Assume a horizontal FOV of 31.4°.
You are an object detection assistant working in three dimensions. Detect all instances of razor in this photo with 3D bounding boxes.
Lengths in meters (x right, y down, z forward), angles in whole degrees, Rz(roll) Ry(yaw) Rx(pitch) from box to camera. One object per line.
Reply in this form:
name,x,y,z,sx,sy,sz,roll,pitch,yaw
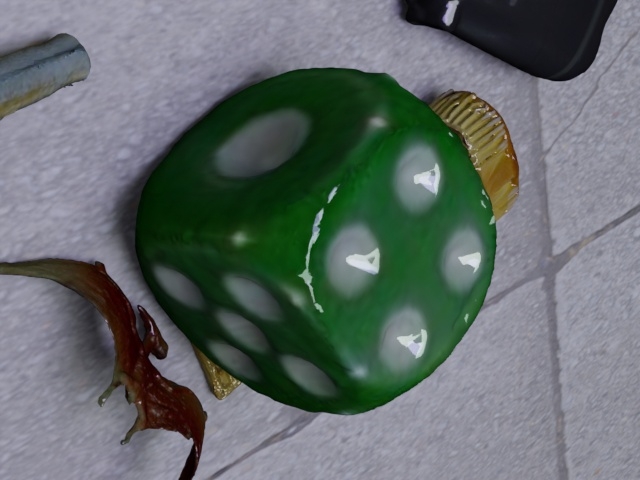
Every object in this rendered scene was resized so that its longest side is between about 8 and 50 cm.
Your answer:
razor,0.266,-0.337,1.520,0.349,0.113,0.204,10,100,-43

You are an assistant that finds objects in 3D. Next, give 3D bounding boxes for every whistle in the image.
whistle,-0.345,-0.117,1.033,0.326,0.057,0.068,-35,170,-44

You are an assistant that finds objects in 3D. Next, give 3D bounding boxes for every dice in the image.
dice,0.000,0.000,1.268,0.297,0.287,0.300,-50,127,-27

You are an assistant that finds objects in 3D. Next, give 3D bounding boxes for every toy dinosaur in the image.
toy dinosaur,-0.230,0.148,1.231,0.113,0.206,0.327,-25,136,12

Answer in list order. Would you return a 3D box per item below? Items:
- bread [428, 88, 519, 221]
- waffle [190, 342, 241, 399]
bread,0.194,-0.104,1.522,0.114,0.132,0.190,-40,130,-27
waffle,-0.118,0.113,1.391,0.097,0.023,0.152,-39,126,-28
